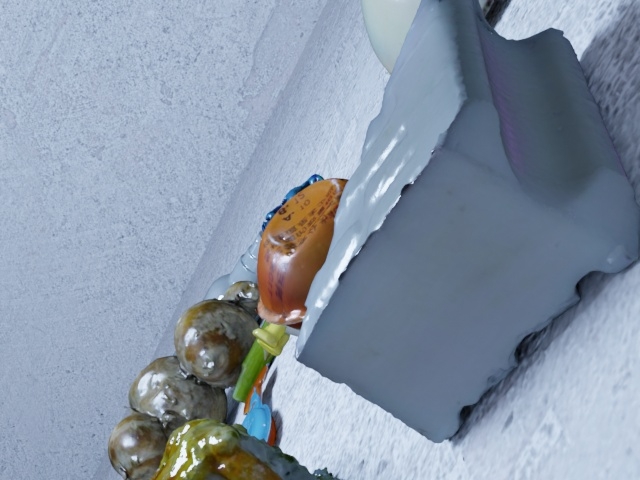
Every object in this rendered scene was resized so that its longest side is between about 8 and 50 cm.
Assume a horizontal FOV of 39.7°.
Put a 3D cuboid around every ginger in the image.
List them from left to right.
[{"bbox_3d":[-0.207,0.231,1.483,0.375,0.176,0.256,-56,2,-3],"label":"ginger"}]

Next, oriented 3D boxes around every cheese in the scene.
[{"bbox_3d":[-0.092,0.261,1.251,0.106,0.037,0.256,-61,11,17],"label":"cheese"},{"bbox_3d":[0.000,0.000,1.038,0.217,0.129,0.329,-40,24,0],"label":"cheese"}]

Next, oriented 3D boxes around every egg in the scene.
[{"bbox_3d":[0.130,-0.343,1.151,0.264,0.174,0.286,-66,8,-22],"label":"egg"}]

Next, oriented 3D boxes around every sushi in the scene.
[{"bbox_3d":[-0.075,0.256,0.850,0.139,0.184,0.274,-64,7,-14],"label":"sushi"}]

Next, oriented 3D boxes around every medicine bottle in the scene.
[{"bbox_3d":[-0.166,0.129,1.645,0.351,0.110,0.110,-59,14,27],"label":"medicine bottle"}]

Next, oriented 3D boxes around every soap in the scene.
[{"bbox_3d":[0.102,-0.034,0.722,0.302,0.159,0.257,-80,16,-54],"label":"soap"}]

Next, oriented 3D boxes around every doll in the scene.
[{"bbox_3d":[-0.017,0.042,1.214,0.099,0.135,0.241,-1,62,41],"label":"doll"}]

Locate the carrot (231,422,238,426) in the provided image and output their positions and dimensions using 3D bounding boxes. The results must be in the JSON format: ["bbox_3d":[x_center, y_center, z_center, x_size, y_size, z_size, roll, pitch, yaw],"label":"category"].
[{"bbox_3d":[-0.167,0.372,1.306,0.061,0.061,0.256,-56,13,40],"label":"carrot"}]

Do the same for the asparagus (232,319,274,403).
[{"bbox_3d":[-0.090,0.175,1.399,0.045,0.041,0.178,33,102,33],"label":"asparagus"}]
